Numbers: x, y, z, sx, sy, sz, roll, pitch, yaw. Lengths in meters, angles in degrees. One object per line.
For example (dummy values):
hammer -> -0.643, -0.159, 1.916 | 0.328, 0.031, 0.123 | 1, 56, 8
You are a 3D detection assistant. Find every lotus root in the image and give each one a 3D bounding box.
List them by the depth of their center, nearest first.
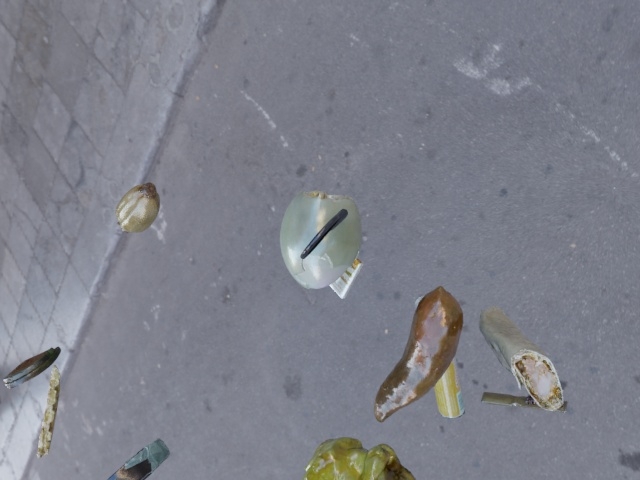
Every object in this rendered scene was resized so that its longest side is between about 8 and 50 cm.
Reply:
lotus root -> -0.342, -0.056, 0.756 | 0.150, 0.062, 0.073 | -35, 84, 38

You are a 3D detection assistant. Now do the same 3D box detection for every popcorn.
popcorn -> 0.085, 0.581, 0.936 | 0.276, 0.226, 0.276 | 9, 132, 10

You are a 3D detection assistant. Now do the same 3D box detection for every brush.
brush -> 0.627, 0.497, 1.260 | 0.248, 0.043, 0.036 | -11, 112, 42

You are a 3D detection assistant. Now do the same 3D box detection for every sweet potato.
sweet potato -> 0.186, 0.225, 0.747 | 0.097, 0.097, 0.292 | 28, 104, 30

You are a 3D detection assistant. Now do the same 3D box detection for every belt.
belt -> -0.548, 0.684, 1.202 | 0.078, 0.198, 0.151 | 47, 141, 11

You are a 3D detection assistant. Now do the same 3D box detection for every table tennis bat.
table tennis bat -> 0.017, -0.027, 1.122 | 0.027, 0.236, 0.150 | 41, 130, 3

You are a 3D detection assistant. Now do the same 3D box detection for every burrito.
burrito -> 0.321, 0.179, 0.677 | 0.060, 0.226, 0.087 | -26, 102, 10

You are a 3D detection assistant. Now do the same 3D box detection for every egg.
egg -> 0.000, 0.000, 1.379 | 0.278, 0.278, 0.336 | 10, 98, 35

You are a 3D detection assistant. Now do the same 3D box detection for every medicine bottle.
medicine bottle -> 0.408, 0.396, 1.364 | 0.108, 0.108, 0.426 | -4, 107, 36

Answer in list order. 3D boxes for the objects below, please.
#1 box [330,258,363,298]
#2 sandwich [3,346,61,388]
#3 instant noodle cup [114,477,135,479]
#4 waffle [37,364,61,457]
box -> 0.122, 0.166, 1.994 | 0.122, 0.032, 0.220 | 45, 123, 34
sandwich -> -0.584, 0.255, 0.814 | 0.026, 0.101, 0.069 | 67, 170, -25
instant noodle cup -> -0.403, 0.574, 0.829 | 0.151, 0.151, 0.122 | -1, 59, 36
waffle -> -0.695, 0.436, 1.033 | 0.125, 0.032, 0.191 | 50, 126, 56
